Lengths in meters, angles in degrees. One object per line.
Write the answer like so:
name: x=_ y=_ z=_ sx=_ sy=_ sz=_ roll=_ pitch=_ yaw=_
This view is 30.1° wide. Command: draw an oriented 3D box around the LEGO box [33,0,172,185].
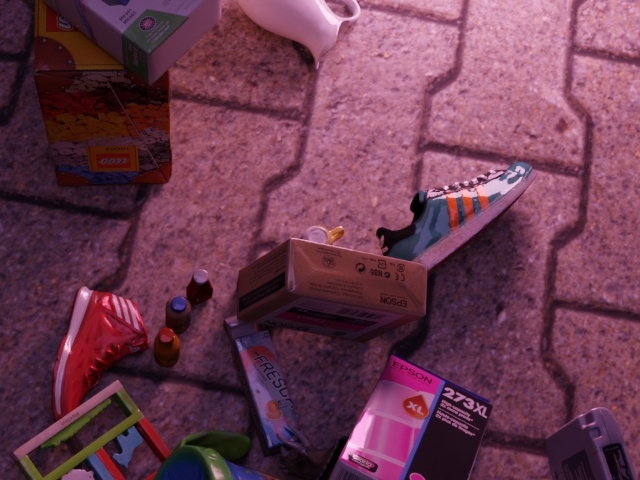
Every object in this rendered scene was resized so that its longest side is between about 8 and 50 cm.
LEGO box: x=-0.338 y=-0.390 z=1.896 sx=0.193 sy=0.372 sz=0.500 roll=-1 pitch=67 yaw=-7

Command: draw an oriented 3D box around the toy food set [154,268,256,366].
toy food set: x=-0.159 y=0.104 z=1.858 sx=0.232 sy=0.104 sz=0.111 roll=-19 pitch=71 yaw=-14

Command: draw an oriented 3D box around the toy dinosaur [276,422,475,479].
toy dinosaur: x=0.098 y=0.349 z=1.764 sx=0.313 sy=0.121 sz=0.160 roll=-5 pitch=101 yaw=-13

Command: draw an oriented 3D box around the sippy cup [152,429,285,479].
sippy cup: x=-0.108 y=0.418 z=1.661 sx=0.224 sy=0.240 sz=0.306 roll=17 pitch=73 yaw=-31

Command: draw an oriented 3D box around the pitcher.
pitcher: x=-0.038 y=-0.424 z=2.095 sx=0.207 sy=0.125 sz=0.178 roll=39 pitch=47 yaw=-2

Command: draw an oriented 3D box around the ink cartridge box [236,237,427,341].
ink cartridge box: x=0.015 y=0.080 z=1.809 sx=0.234 sy=0.193 sz=0.088 roll=11 pitch=68 yaw=-24

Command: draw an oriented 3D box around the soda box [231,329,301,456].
soda box: x=-0.084 y=0.235 z=1.836 sx=0.058 sy=0.063 sz=0.183 roll=-15 pitch=71 yaw=-15

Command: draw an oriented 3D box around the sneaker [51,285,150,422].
sneaker: x=-0.331 y=0.180 z=1.818 sx=0.128 sy=0.087 sz=0.221 roll=9 pitch=68 yaw=-2

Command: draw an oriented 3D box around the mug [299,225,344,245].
mug: x=-0.004 y=0.000 z=1.943 sx=0.062 sy=0.064 sz=0.078 roll=27 pitch=67 yaw=5

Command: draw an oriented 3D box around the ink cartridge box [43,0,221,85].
ink cartridge box: x=-0.263 y=-0.343 z=1.634 sx=0.212 sy=0.093 sz=0.154 roll=38 pitch=69 yaw=11

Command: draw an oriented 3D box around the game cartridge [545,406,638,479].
game cartridge: x=0.419 y=0.411 z=1.753 sx=0.062 sy=0.198 sz=0.297 roll=-11 pitch=70 yaw=-11

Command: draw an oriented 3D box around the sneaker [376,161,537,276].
sneaker: x=0.225 y=-0.056 z=1.972 sx=0.302 sy=0.108 sz=0.121 roll=-37 pitch=81 yaw=-18

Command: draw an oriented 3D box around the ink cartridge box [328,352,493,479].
ink cartridge box: x=0.146 y=0.277 z=1.738 sx=0.175 sy=0.069 sz=0.371 roll=26 pitch=28 yaw=6

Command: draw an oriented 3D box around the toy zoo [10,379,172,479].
toy zoo: x=-0.288 y=0.375 z=1.735 sx=0.192 sy=0.030 sz=0.293 roll=-35 pitch=86 yaw=-31
